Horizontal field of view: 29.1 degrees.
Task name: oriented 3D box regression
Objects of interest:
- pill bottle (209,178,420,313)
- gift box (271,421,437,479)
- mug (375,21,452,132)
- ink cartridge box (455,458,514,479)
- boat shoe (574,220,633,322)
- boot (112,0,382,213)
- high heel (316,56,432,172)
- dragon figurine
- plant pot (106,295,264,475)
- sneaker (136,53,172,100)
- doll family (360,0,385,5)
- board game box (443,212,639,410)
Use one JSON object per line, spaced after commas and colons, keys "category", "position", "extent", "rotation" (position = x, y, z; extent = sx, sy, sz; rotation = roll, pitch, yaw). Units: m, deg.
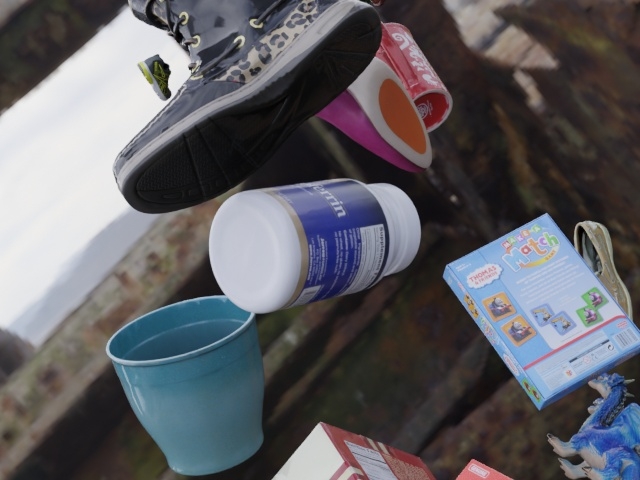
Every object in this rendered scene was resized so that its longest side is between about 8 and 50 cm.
{"category": "pill bottle", "position": [0.000, 0.000, 1.585], "extent": [0.265, 0.153, 0.153], "rotation": [-10, -20, -46]}
{"category": "gift box", "position": [0.040, 0.428, 1.581], "extent": [0.258, 0.255, 0.276], "rotation": [-51, 39, 14]}
{"category": "mug", "position": [0.121, -0.260, 1.974], "extent": [0.150, 0.169, 0.113], "rotation": [20, -60, -45]}
{"category": "ink cartridge box", "position": [0.246, 0.490, 2.122], "extent": [0.239, 0.060, 0.275], "rotation": [-50, 24, -12]}
{"category": "boat shoe", "position": [0.420, 0.063, 1.881], "extent": [0.068, 0.190, 0.072], "rotation": [-24, -18, 30]}
{"category": "boot", "position": [-0.146, -0.226, 1.526], "extent": [0.377, 0.284, 0.138], "rotation": [-40, -32, -8]}
{"category": "high heel", "position": [-0.007, -0.211, 1.780], "extent": [0.181, 0.377, 0.127], "rotation": [-25, 29, 40]}
{"category": "dragon figurine", "position": [0.383, 0.259, 1.531], "extent": [0.144, 0.085, 0.289], "rotation": [-32, 25, -7]}
{"category": "plant pot", "position": [-0.216, 0.269, 2.218], "extent": [0.272, 0.255, 0.271], "rotation": [-13, 18, 4]}
{"category": "sneaker", "position": [-0.203, -0.208, 1.578], "extent": [0.035, 0.031, 0.083], "rotation": [-34, -26, 0]}
{"category": "doll family", "position": [0.074, -0.442, 1.944], "extent": [0.076, 0.111, 0.193], "rotation": [162, 123, -71]}
{"category": "board game box", "position": [0.278, 0.085, 1.540], "extent": [0.160, 0.211, 0.039], "rotation": [-26, -24, -17]}
